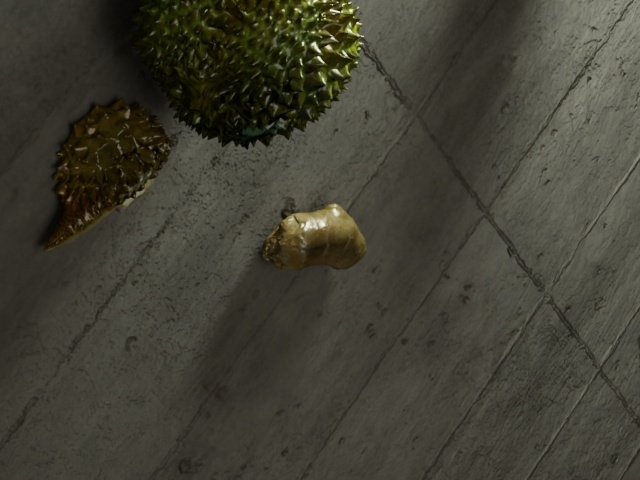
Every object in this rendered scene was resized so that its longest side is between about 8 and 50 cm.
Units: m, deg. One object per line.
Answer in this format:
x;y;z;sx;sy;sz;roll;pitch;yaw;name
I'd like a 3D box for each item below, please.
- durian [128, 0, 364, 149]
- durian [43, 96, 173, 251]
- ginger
-0.088;-0.231;1.978;0.291;0.291;0.224;11;71;-46;durian
-0.262;-0.071;1.998;0.140;0.078;0.224;43;74;-44;durian
-0.001;0.001;2.286;0.190;0.069;0.095;-6;131;-43;ginger
